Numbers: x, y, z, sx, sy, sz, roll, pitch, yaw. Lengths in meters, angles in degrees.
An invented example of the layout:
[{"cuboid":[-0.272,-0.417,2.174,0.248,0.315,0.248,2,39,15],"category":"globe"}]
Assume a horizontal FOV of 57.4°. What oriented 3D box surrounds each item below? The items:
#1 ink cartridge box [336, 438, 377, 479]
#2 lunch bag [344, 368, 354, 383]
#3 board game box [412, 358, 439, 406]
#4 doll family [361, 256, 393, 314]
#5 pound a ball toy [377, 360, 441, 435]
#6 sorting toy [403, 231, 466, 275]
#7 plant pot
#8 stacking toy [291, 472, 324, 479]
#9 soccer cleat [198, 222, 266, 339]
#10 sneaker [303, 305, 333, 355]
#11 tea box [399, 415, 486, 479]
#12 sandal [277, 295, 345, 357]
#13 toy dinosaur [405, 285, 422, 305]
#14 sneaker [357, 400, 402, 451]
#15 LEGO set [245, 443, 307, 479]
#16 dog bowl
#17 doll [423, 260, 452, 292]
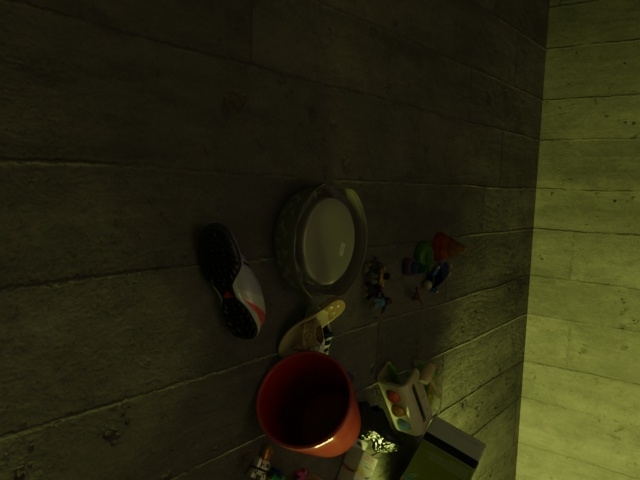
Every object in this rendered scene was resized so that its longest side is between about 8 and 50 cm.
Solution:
[{"cuboid":[0.127,0.780,1.995,0.115,0.067,0.198,48,57,-44],"category":"ink cartridge box"},{"cuboid":[0.056,0.449,1.860,0.067,0.065,0.098,43,62,-29],"category":"lunch bag"},{"cuboid":[0.400,0.566,2.299,0.043,0.092,0.182,25,75,-51],"category":"board game box"},{"cuboid":[0.199,0.155,2.002,0.111,0.076,0.193,-2,102,-57],"category":"doll family"},{"cuboid":[0.330,0.575,2.115,0.136,0.208,0.319,-49,131,-37],"category":"pound a ball toy"},{"cuboid":[0.460,0.063,2.280,0.365,0.126,0.127,-24,114,-49],"category":"sorting toy"},{"cuboid":[-0.010,0.480,1.635,0.275,0.274,0.243,-63,148,-24],"category":"plant pot"},{"cuboid":[0.012,0.844,1.811,0.141,0.141,0.330,-60,141,-28],"category":"stacking toy"},{"cuboid":[-0.211,0.089,1.446,0.116,0.108,0.318,-61,139,-58],"category":"soccer cleat"},{"cuboid":[-0.002,0.313,1.747,0.085,0.086,0.237,-19,111,-51],"category":"sneaker"},{"cuboid":[0.430,0.907,2.200,0.323,0.219,0.329,-48,155,-35],"category":"tea box"},{"cuboid":[-0.015,0.259,1.645,0.240,0.079,0.088,-42,129,-7],"category":"sandal"},{"cuboid":[0.372,0.204,2.229,0.047,0.090,0.082,-58,-179,-15],"category":"toy dinosaur"},{"cuboid":[0.208,0.654,2.046,0.286,0.109,0.130,51,32,-41],"category":"sneaker"},{"cuboid":[-0.130,0.629,1.631,0.227,0.087,0.093,40,61,-40],"category":"LEGO set"},{"cuboid":[0.000,0.000,1.691,0.348,0.102,0.349,-12,105,-51],"category":"dog bowl"},{"cuboid":[0.475,0.155,2.375,0.189,0.046,0.129,-28,126,-47],"category":"doll"}]
